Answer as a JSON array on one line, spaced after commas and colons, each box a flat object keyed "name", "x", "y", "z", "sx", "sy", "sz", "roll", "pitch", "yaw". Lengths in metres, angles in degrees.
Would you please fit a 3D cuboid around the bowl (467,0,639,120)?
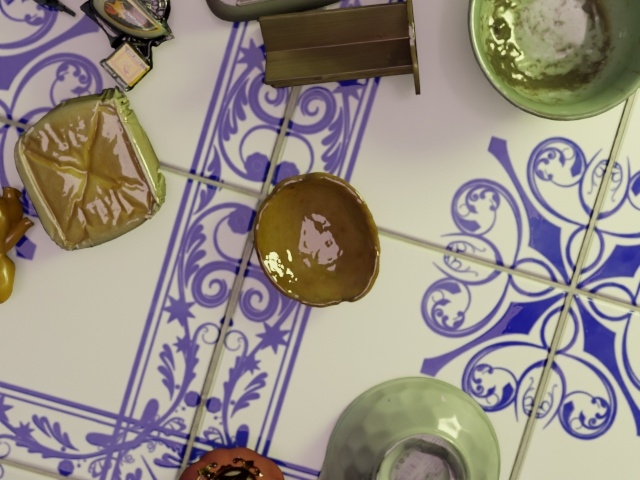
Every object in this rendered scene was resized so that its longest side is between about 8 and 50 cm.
[{"name": "bowl", "x": 0.347, "y": -0.317, "z": 1.865, "sx": 0.289, "sy": 0.146, "sz": 0.289, "roll": 0, "pitch": 92, "yaw": -3}]

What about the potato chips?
[{"name": "potato chips", "x": -0.001, "y": -0.001, "z": 1.907, "sx": 0.208, "sy": 0.062, "sz": 0.195, "roll": 34, "pitch": 97, "yaw": -6}]

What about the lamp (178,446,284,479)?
[{"name": "lamp", "x": -0.132, "y": 0.398, "z": 1.884, "sx": 0.182, "sy": 0.140, "sz": 0.182, "roll": 0, "pitch": 50, "yaw": -1}]

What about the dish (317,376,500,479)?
[{"name": "dish", "x": 0.144, "y": 0.352, "z": 1.910, "sx": 0.303, "sy": 0.120, "sz": 0.303, "roll": 0, "pitch": 93, "yaw": -4}]

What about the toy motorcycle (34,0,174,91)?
[{"name": "toy motorcycle", "x": -0.327, "y": -0.361, "z": 1.852, "sx": 0.157, "sy": 0.091, "sz": 0.263, "roll": -44, "pitch": 97, "yaw": 5}]

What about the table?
[{"name": "table", "x": 0.028, "y": -0.286, "z": 1.854, "sx": 0.226, "sy": 0.167, "sz": 0.167, "roll": -5, "pitch": 94, "yaw": 6}]

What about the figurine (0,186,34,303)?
[{"name": "figurine", "x": -0.482, "y": 0.008, "z": 1.849, "sx": 0.121, "sy": 0.122, "sz": 0.176, "roll": -3, "pitch": 93, "yaw": -6}]

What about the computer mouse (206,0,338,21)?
[{"name": "computer mouse", "x": -0.063, "y": -0.395, "z": 1.878, "sx": 0.232, "sy": 0.057, "sz": 0.120, "roll": -15, "pitch": 92, "yaw": -10}]

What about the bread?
[{"name": "bread", "x": -0.337, "y": -0.102, "z": 1.858, "sx": 0.192, "sy": 0.110, "sz": 0.210, "roll": -26, "pitch": 94, "yaw": 5}]
